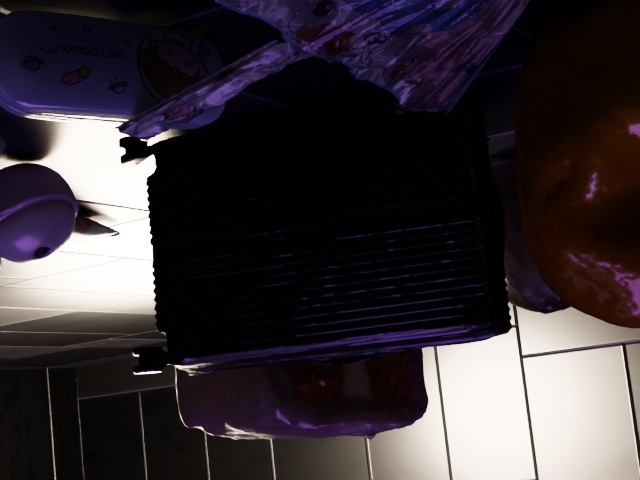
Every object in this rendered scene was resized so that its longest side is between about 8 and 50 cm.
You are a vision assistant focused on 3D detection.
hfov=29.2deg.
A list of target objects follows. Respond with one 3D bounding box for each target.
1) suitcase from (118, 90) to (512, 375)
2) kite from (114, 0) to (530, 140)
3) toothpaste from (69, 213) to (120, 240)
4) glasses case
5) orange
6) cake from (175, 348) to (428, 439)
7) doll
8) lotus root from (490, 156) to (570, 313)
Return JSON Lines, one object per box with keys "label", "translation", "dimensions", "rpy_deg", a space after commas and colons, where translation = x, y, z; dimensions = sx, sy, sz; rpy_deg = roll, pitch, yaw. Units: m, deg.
{"label": "suitcase", "translation": [0.000, 0.000, 1.135], "dimensions": [0.334, 0.230, 0.152], "rpy_deg": [-8, 171, 17]}
{"label": "kite", "translation": [0.021, -0.135, 0.760], "dimensions": [0.368, 0.014, 0.406], "rpy_deg": [-24, 159, 27]}
{"label": "toothpaste", "translation": [-0.295, -0.014, 1.487], "dimensions": [0.056, 0.036, 0.205], "rpy_deg": [-9, 175, 5]}
{"label": "glasses case", "translation": [-0.142, -0.114, 0.836], "dimensions": [0.178, 0.067, 0.045], "rpy_deg": [1, 168, -39]}
{"label": "orange", "translation": [0.251, -0.062, 0.912], "dimensions": [0.183, 0.249, 0.249], "rpy_deg": [-3, 173, 23]}
{"label": "cake", "translation": [-0.026, 0.079, 1.412], "dimensions": [0.237, 0.309, 0.230], "rpy_deg": [3, 165, -33]}
{"label": "doll", "translation": [-0.328, -0.031, 1.108], "dimensions": [0.160, 0.094, 0.365], "rpy_deg": [-34, 163, 0]}
{"label": "lotus root", "translation": [0.295, -0.011, 1.490], "dimensions": [0.272, 0.192, 0.272], "rpy_deg": [-12, 167, -3]}
